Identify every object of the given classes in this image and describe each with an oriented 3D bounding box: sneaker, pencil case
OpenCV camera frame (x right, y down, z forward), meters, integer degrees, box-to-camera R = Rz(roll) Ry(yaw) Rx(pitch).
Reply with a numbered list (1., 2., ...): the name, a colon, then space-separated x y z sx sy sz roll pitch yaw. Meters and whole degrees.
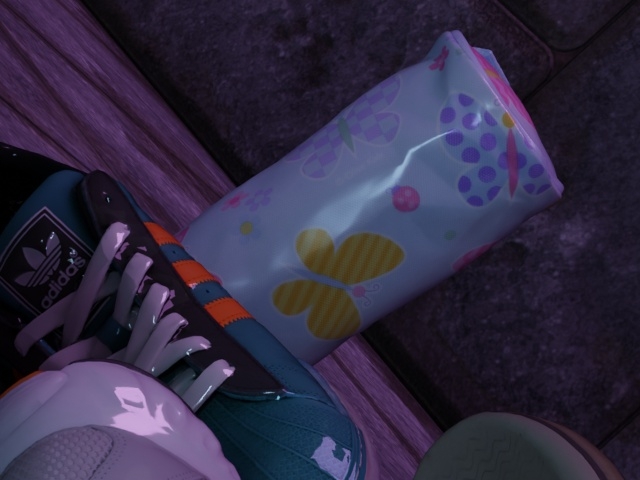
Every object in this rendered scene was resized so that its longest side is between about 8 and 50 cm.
1. sneaker: -0.012 0.155 0.594 0.262 0.099 0.121 38 15 -27
2. sneaker: -0.088 0.046 0.769 0.121 0.108 0.302 44 -4 -35
3. pencil case: 0.000 0.000 1.000 0.113 0.273 0.124 53 7 -23

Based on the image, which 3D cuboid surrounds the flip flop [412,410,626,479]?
1. flip flop: 0.033 0.149 0.487 0.080 0.112 0.277 22 42 -11
